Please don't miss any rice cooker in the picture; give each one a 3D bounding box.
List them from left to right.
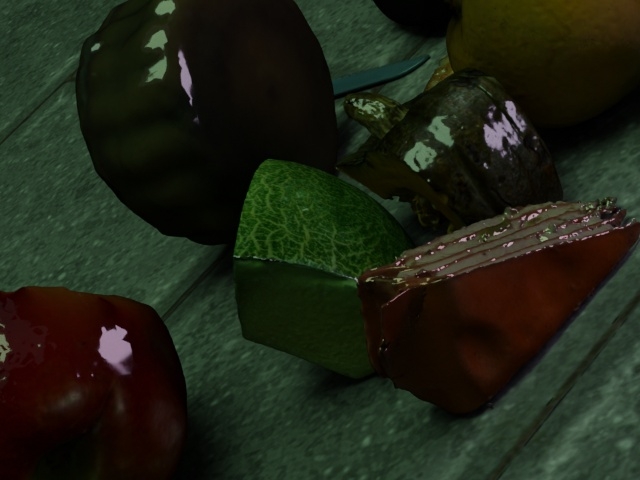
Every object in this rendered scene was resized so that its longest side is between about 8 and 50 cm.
[{"bbox_3d":[0.107,-0.325,2.053,0.118,0.142,0.203,-27,26,-8],"label":"rice cooker"}]

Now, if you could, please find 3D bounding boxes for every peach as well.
[{"bbox_3d":[-0.259,0.143,1.606,0.281,0.281,0.338,-37,26,-1],"label":"peach"}]

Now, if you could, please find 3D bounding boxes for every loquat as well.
[{"bbox_3d":[0.212,-0.209,1.656,0.208,0.208,0.208,-29,27,16],"label":"loquat"}]

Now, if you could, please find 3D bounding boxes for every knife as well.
[{"bbox_3d":[-0.002,-0.172,2.079,0.313,0.019,0.044,-12,33,37],"label":"knife"}]

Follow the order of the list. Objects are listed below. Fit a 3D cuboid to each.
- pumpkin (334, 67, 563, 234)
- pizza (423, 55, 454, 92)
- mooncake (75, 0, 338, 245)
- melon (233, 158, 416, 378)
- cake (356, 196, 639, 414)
[{"bbox_3d":[0.104,-0.092,1.618,0.131,0.126,0.248,-44,45,-14],"label":"pumpkin"},{"bbox_3d":[0.156,-0.154,1.827,0.099,0.036,0.160,-41,26,-10],"label":"pizza"},{"bbox_3d":[-0.118,-0.136,1.861,0.161,0.290,0.290,-17,32,35],"label":"mooncake"},{"bbox_3d":[0.000,0.000,1.649,0.124,0.196,0.323,-56,15,21],"label":"melon"},{"bbox_3d":[0.154,0.043,1.469,0.287,0.135,0.098,-27,15,-27],"label":"cake"}]
